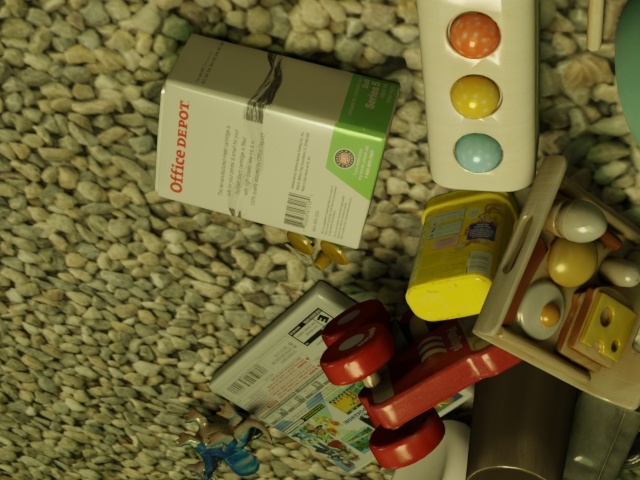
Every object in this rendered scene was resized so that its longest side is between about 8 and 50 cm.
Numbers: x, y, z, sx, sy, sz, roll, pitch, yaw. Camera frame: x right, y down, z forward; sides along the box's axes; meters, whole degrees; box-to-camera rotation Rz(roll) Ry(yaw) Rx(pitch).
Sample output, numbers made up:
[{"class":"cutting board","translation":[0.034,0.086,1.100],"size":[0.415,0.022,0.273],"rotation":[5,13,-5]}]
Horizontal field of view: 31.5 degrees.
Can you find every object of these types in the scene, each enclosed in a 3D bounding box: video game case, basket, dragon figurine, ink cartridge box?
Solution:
[{"class":"video game case","translation":[0.027,0.228,1.795],"size":[0.300,0.036,0.329],"rotation":[34,133,-15]},{"class":"basket","translation":[0.284,0.266,1.610],"size":[0.154,0.226,0.204],"rotation":[14,135,5]},{"class":"dragon figurine","translation":[-0.141,0.340,1.903],"size":[0.289,0.085,0.144],"rotation":[-18,136,40]},{"class":"ink cartridge box","translation":[-0.057,-0.123,1.423],"size":[0.273,0.114,0.198],"rotation":[15,136,2]}]

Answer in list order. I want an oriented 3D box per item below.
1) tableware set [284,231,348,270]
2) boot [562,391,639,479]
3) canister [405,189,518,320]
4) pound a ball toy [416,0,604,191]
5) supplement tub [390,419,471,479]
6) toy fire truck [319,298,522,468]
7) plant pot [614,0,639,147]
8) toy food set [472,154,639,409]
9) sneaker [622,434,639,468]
[{"class":"tableware set","translation":[0.000,0.000,1.557],"size":[0.104,0.024,0.154],"rotation":[36,159,10]},{"class":"boot","translation":[0.426,0.346,1.666],"size":[0.190,0.208,0.076],"rotation":[29,167,-12]},{"class":"canister","translation":[0.180,0.016,1.441],"size":[0.126,0.170,0.073],"rotation":[-13,127,29]},{"class":"pound a ball toy","translation":[0.215,-0.201,1.244],"size":[0.208,0.135,0.319],"rotation":[5,134,14]},{"class":"supplement tub","translation":[0.284,0.445,1.773],"size":[0.325,0.235,0.235],"rotation":[27,135,-13]},{"class":"toy fire truck","translation":[0.148,0.149,1.513],"size":[0.254,0.302,0.169],"rotation":[-29,100,7]},{"class":"plant pot","translation":[0.432,-0.177,1.102],"size":[0.235,0.293,0.293],"rotation":[-5,132,41]},{"class":"toy food set","translation":[0.325,0.058,1.344],"size":[0.306,0.219,0.092],"rotation":[28,171,-37]},{"class":"sneaker","translation":[0.417,0.309,1.733],"size":[0.170,0.051,0.089],"rotation":[-15,131,34]}]
